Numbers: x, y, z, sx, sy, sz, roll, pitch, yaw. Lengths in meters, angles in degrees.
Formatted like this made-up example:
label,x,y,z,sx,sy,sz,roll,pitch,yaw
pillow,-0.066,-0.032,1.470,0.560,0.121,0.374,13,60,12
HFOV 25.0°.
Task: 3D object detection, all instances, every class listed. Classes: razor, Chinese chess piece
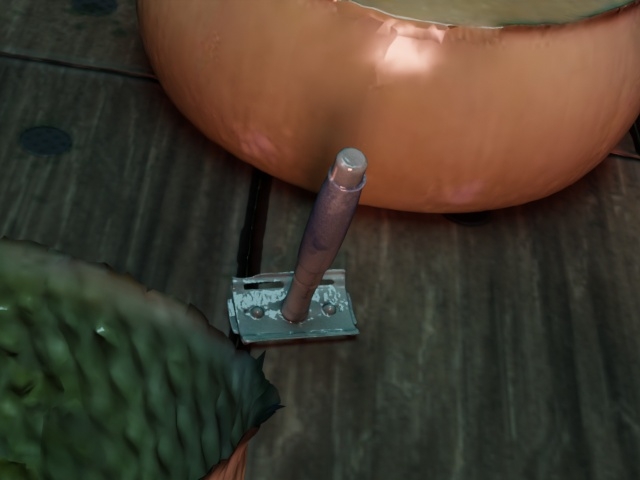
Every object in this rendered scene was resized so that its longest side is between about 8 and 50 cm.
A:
label,x,y,z,sx,sy,sz,roll,pitch,yaw
razor,0.000,0.000,0.700,0.068,0.135,0.040,-4,56,-19
Chinese chess piece,0.051,-0.160,0.916,0.338,0.140,0.338,8,39,-7

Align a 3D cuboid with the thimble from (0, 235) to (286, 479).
label,x,y,z,sx,sy,sz,roll,pitch,yaw
thimble,-0.153,0.100,0.455,0.270,0.150,0.271,6,17,-2
